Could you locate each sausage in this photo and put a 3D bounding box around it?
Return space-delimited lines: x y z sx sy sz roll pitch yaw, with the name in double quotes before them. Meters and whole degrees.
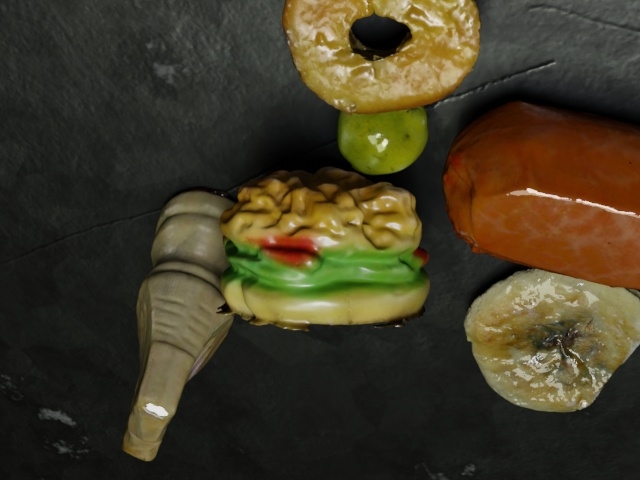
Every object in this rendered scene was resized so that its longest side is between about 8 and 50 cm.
"sausage" 0.248 -0.041 1.067 0.268 0.141 0.153 14 135 7

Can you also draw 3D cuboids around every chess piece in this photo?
"chess piece" -0.149 0.090 1.196 0.137 0.300 0.137 6 134 7

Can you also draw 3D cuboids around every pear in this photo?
"pear" 0.058 -0.104 1.103 0.092 0.092 0.097 25 133 -8

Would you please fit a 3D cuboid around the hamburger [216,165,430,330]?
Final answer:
"hamburger" 0.000 0.000 1.142 0.237 0.237 0.148 2 98 15

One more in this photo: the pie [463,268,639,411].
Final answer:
"pie" 0.255 0.106 1.266 0.185 0.052 0.218 23 132 2

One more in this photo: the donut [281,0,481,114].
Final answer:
"donut" 0.059 -0.197 1.021 0.178 0.065 0.162 -1 124 14
